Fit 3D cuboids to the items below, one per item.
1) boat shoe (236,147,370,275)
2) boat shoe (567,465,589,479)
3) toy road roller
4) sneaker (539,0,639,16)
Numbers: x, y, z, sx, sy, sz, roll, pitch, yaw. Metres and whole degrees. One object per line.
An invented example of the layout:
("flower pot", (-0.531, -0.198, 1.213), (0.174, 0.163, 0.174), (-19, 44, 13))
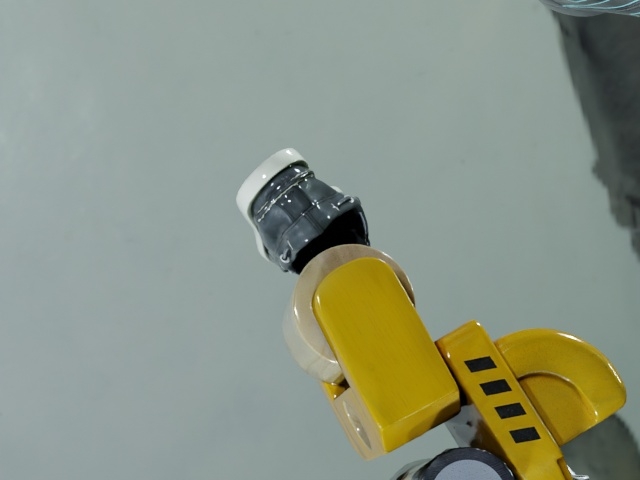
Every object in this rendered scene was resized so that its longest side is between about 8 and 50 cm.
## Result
("boat shoe", (0.003, -0.003, 1.506), (0.127, 0.340, 0.113), (-42, 72, -6))
("boat shoe", (0.242, 0.297, 1.408), (0.306, 0.113, 0.105), (-81, 165, -62))
("toy road roller", (0.133, 0.134, 1.245), (0.241, 0.202, 0.329), (-29, 82, -12))
("sneaker", (0.255, -0.213, 1.016), (0.106, 0.267, 0.101), (3, 93, -47))
